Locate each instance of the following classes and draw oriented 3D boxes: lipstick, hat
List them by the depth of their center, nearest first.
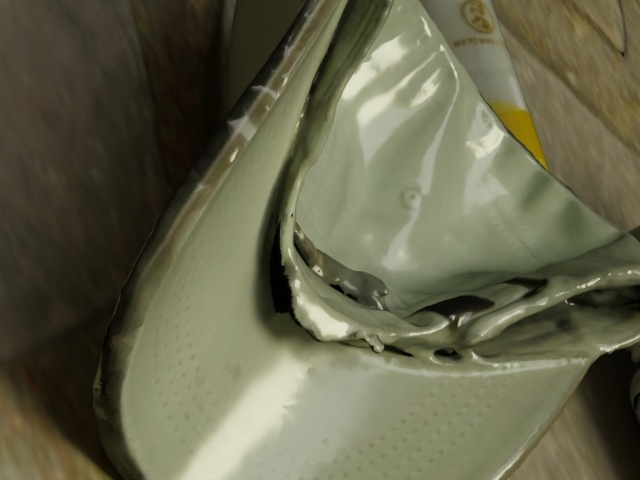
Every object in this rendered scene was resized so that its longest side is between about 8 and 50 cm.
[{"bbox_3d":[0.007,-0.003,0.791,0.301,0.168,0.258,-49,118,-27],"label":"hat"},{"bbox_3d":[0.065,-0.122,0.983,0.059,0.059,0.264,8,58,-46],"label":"lipstick"}]

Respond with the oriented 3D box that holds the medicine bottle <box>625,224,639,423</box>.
[{"bbox_3d":[0.249,0.103,0.958,0.143,0.143,0.258,-5,70,-50],"label":"medicine bottle"}]
